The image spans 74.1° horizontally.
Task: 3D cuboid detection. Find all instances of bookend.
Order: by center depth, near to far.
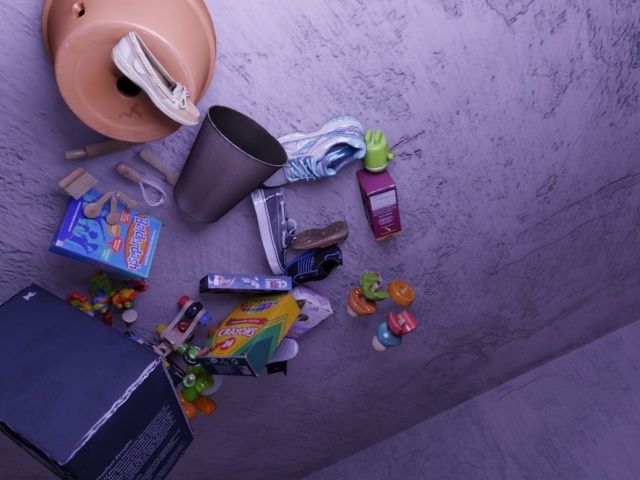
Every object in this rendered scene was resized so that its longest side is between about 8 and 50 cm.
[{"bbox_3d":[-0.214,0.476,1.667,0.157,0.072,0.156,-6,137,-12],"label":"bookend"}]

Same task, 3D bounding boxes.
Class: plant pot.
[{"bbox_3d":[-0.318,-0.306,0.721,0.290,0.204,0.291,-10,136,-10],"label":"plant pot"}]

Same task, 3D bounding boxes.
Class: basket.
[{"bbox_3d":[-0.219,-0.156,0.956,0.204,0.154,0.227,22,128,-36],"label":"basket"}]

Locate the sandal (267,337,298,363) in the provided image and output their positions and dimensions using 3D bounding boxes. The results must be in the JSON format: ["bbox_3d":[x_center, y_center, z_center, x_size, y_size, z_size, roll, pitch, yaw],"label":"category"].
[{"bbox_3d":[-0.197,0.410,1.557,0.264,0.102,0.076,-7,165,16],"label":"sandal"}]

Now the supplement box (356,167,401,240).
[{"bbox_3d":[0.163,-0.104,1.169,0.080,0.104,0.188,-19,137,1],"label":"supplement box"}]

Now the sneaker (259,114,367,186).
[{"bbox_3d":[-0.023,-0.194,0.997,0.282,0.122,0.110,-25,137,8],"label":"sneaker"}]

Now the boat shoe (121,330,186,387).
[{"bbox_3d":[-0.566,0.398,1.448,0.091,0.114,0.303,-36,131,-19],"label":"boat shoe"}]

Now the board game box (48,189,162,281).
[{"bbox_3d":[-0.493,-0.013,0.995,0.047,0.160,0.210,-21,143,37],"label":"board game box"}]

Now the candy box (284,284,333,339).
[{"bbox_3d":[-0.084,0.253,1.480,0.196,0.070,0.164,-38,134,21],"label":"candy box"}]

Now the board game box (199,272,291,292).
[{"bbox_3d":[-0.227,0.134,1.268,0.243,0.042,0.165,5,166,-23],"label":"board game box"}]

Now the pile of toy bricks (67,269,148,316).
[{"bbox_3d":[-0.594,0.132,1.174,0.212,0.118,0.105,-16,112,21],"label":"pile of toy bricks"}]

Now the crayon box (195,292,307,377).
[{"bbox_3d":[-0.197,0.259,1.273,0.202,0.319,0.081,-11,117,33],"label":"crayon box"}]

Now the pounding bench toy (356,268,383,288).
[{"bbox_3d":[0.170,0.150,1.474,0.065,0.052,0.083,12,129,-29],"label":"pounding bench toy"}]

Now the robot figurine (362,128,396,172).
[{"bbox_3d":[0.138,-0.221,1.066,0.101,0.067,0.115,3,141,17],"label":"robot figurine"}]

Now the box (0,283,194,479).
[{"bbox_3d":[-0.649,0.442,1.145,0.479,0.297,0.472,21,135,19],"label":"box"}]

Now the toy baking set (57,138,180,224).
[{"bbox_3d":[-0.435,-0.141,0.947,0.256,0.030,0.197,-26,138,-26],"label":"toy baking set"}]

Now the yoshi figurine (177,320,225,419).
[{"bbox_3d":[-0.334,0.450,1.445,0.202,0.203,0.363,29,95,-19],"label":"yoshi figurine"}]

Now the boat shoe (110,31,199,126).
[{"bbox_3d":[-0.234,-0.235,0.634,0.048,0.056,0.153,-30,129,19],"label":"boat shoe"}]

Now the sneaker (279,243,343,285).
[{"bbox_3d":[-0.032,0.093,1.316,0.232,0.091,0.081,-37,135,19],"label":"sneaker"}]

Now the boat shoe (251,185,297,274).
[{"bbox_3d":[-0.112,-0.023,1.166,0.102,0.108,0.302,-13,132,-6],"label":"boat shoe"}]

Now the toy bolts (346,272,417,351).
[{"bbox_3d":[0.210,0.247,1.390,0.218,0.229,0.159,7,132,-36],"label":"toy bolts"}]

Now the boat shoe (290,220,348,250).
[{"bbox_3d":[0.000,0.000,1.250,0.177,0.064,0.060,-17,137,-6],"label":"boat shoe"}]

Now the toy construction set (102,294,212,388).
[{"bbox_3d":[-0.508,0.308,1.310,0.308,0.258,0.237,23,140,-11],"label":"toy construction set"}]
